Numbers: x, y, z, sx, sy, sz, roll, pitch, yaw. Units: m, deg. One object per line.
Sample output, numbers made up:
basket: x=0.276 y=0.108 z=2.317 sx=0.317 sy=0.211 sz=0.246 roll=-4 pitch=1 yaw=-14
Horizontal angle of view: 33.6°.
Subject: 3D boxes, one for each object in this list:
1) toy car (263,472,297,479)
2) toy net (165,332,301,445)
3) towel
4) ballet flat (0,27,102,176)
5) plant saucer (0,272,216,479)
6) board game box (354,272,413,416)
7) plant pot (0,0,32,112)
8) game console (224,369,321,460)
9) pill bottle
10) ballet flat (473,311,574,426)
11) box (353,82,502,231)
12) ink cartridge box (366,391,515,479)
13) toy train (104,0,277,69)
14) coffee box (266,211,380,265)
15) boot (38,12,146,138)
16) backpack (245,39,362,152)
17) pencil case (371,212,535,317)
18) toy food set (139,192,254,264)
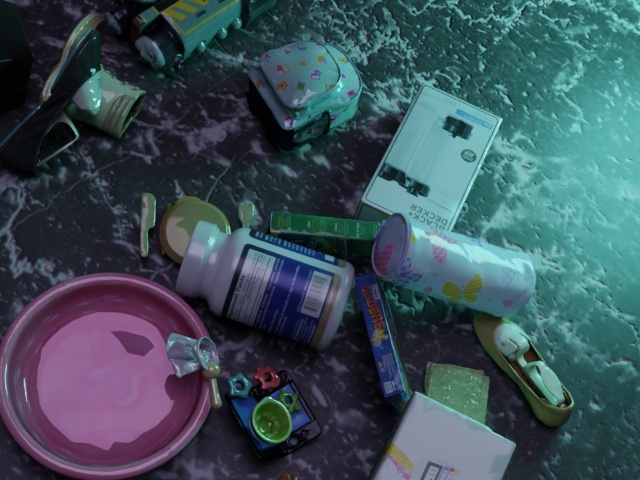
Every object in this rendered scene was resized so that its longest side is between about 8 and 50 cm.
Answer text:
toy car: x=-0.101 y=0.435 z=1.529 sx=0.219 sy=0.210 sz=0.238 roll=40 pitch=34 yaw=-3
toy net: x=-0.129 y=0.206 z=1.608 sx=0.232 sy=0.045 sz=0.122 roll=42 pitch=52 yaw=-5
towel: x=0.218 y=0.272 z=1.724 sx=0.110 sy=0.027 sz=0.148 roll=11 pitch=61 yaw=-4
ballet flat: x=-0.432 y=-0.223 z=1.791 sx=0.096 sy=0.095 sz=0.280 roll=38 pitch=100 yaw=-11
plant saucer: x=-0.327 y=0.214 z=1.632 sx=0.332 sy=0.084 sz=0.332 roll=4 pitch=62 yaw=-8
board game box: x=0.105 y=0.168 z=1.697 sx=0.035 sy=0.136 sz=0.201 roll=-17 pitch=66 yaw=7
plant pot: x=-0.594 y=-0.315 z=1.812 sx=0.167 sy=0.188 sz=0.187 roll=-11 pitch=65 yaw=-27
game console: x=-0.073 y=0.270 z=1.648 sx=0.107 sy=0.071 sz=0.122 roll=-30 pitch=71 yaw=-6
pill bottle: x=-0.090 y=0.068 z=1.702 sx=0.264 sy=0.153 sz=0.153 roll=20 pitch=62 yaw=-2
ballet flat: x=0.343 y=0.199 z=1.756 sx=0.080 sy=0.073 sz=0.232 roll=-29 pitch=71 yaw=-24
box: x=0.194 y=-0.123 z=1.889 sx=0.169 sy=0.087 sz=0.290 roll=27 pitch=62 yaw=5
ink cartridge box: x=0.153 y=0.375 z=1.563 sx=0.168 sy=0.171 sz=0.233 roll=27 pitch=69 yaw=6
toy train: x=-0.232 y=-0.451 z=1.966 sx=0.334 sy=0.142 sz=0.190 roll=-39 pitch=85 yaw=-25
coffee box: x=0.000 y=0.000 z=1.781 sx=0.184 sy=0.113 sz=0.040 roll=6 pitch=65 yaw=-8
boot: x=-0.385 y=-0.293 z=1.886 sx=0.165 sy=0.077 sz=0.213 roll=20 pitch=68 yaw=2
backpack: x=-0.021 y=-0.273 z=1.902 sx=0.188 sy=0.144 sz=0.166 roll=-22 pitch=63 yaw=-23
pencil case: x=0.219 y=0.039 z=1.730 sx=0.273 sy=0.113 sz=0.124 roll=16 pitch=41 yaw=-25
toy food set: x=-0.212 y=-0.013 z=1.799 sx=0.192 sy=0.038 sz=0.132 roll=6 pitch=69 yaw=-13
